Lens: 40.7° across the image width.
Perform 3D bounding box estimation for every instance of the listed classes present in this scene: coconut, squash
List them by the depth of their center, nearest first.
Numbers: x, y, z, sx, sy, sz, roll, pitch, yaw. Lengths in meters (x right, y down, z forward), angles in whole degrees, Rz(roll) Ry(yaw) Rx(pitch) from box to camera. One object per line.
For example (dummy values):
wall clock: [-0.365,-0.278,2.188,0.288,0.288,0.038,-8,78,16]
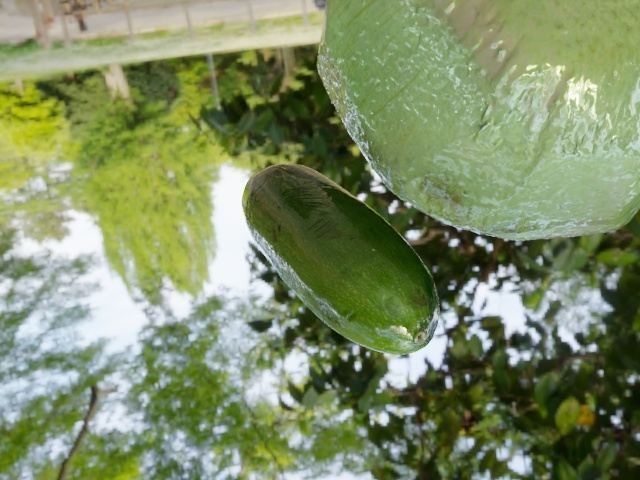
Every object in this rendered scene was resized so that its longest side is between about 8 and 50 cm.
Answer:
squash: [-0.001,-0.001,0.645,0.082,0.082,0.292,-12,-155,-19]
coconut: [0.148,-0.143,0.684,0.328,0.281,0.328,28,166,7]
